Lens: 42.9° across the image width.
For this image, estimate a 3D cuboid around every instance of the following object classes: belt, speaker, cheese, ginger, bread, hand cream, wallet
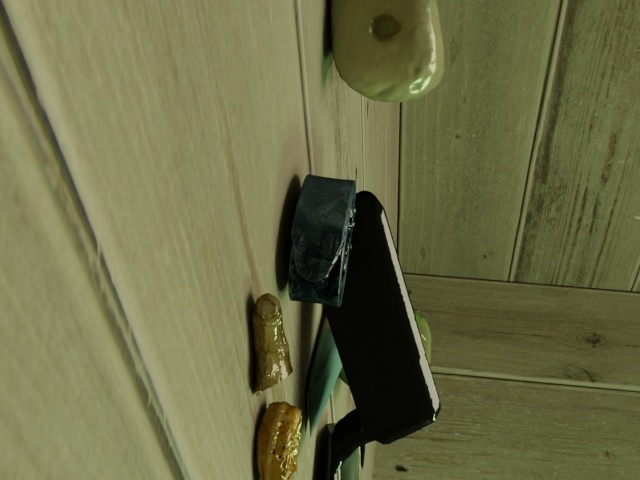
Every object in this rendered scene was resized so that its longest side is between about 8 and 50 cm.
[{"bbox_3d":[0.000,0.000,1.049,0.141,0.082,0.190,90,8,-45],"label":"belt"},{"bbox_3d":[0.053,0.134,1.239,0.180,0.184,0.388,-90,164,-83],"label":"speaker"},{"bbox_3d":[0.099,-0.339,1.234,0.251,0.174,0.247,81,6,-61],"label":"cheese"},{"bbox_3d":[-0.054,0.113,0.884,0.057,0.044,0.137,-43,138,-52],"label":"ginger"},{"bbox_3d":[-0.050,0.247,0.967,0.083,0.044,0.110,-66,162,-63],"label":"bread"},{"bbox_3d":[0.019,0.185,1.417,0.312,0.070,0.111,-65,160,-47],"label":"hand cream"},{"bbox_3d":[0.033,0.482,1.537,0.176,0.075,0.250,147,-51,-82],"label":"wallet"}]

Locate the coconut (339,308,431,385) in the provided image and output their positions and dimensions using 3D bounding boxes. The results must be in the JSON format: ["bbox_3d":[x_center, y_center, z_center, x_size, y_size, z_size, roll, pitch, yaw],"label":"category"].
[{"bbox_3d":[0.139,0.246,1.745,0.204,0.236,0.236,35,53,-40],"label":"coconut"}]
